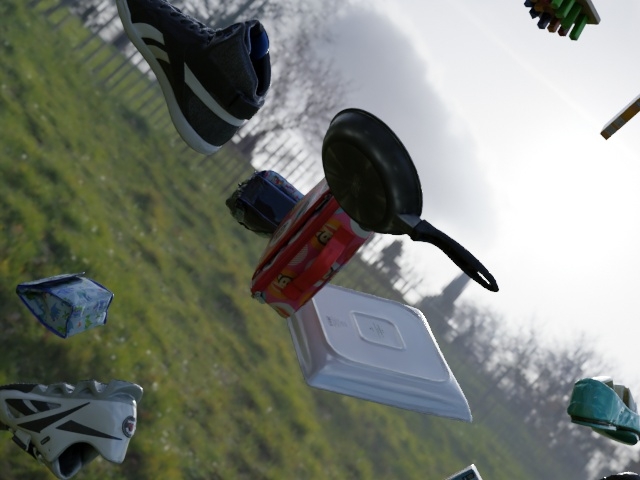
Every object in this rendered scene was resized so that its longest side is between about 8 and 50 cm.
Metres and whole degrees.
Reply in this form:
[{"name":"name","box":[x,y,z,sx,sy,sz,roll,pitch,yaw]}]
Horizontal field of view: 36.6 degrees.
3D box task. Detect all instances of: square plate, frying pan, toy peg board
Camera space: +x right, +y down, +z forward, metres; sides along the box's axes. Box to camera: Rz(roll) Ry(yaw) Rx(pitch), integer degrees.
[{"name":"square plate","box":[0.100,0.190,1.847,0.343,0.049,0.347,17,25,-22]},{"name":"frying pan","box":[0.100,-0.035,1.358,0.326,0.053,0.197,59,-28,3]},{"name":"toy peg board","box":[0.528,-0.530,2.210,0.160,0.079,0.161,16,-22,46]}]

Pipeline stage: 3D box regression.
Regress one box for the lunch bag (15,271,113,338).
[{"name":"lunch bag","box":[-0.519,0.117,1.961,0.151,0.096,0.128,26,19,23]}]

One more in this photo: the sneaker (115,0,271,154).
[{"name":"sneaker","box":[-0.117,-0.206,0.976,0.079,0.121,0.217,2,57,-62]}]

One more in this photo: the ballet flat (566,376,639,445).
[{"name":"ballet flat","box":[0.446,0.256,1.482,0.083,0.087,0.247,9,-12,34]}]

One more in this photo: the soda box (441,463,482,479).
[{"name":"soda box","box":[0.189,0.444,1.615,0.063,0.183,0.058,62,6,9]}]

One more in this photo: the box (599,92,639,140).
[{"name":"box","box":[0.687,-0.285,2.166,0.028,0.136,0.081,47,32,1]}]

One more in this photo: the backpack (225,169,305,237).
[{"name":"backpack","box":[-0.123,-0.074,2.128,0.158,0.117,0.173,38,-15,-14]}]

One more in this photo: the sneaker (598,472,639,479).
[{"name":"sneaker","box":[0.550,0.503,1.765,0.272,0.107,0.100,93,-21,-46]}]

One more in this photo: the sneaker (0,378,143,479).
[{"name":"sneaker","box":[-0.440,0.307,1.553,0.330,0.146,0.122,-9,-24,30]}]

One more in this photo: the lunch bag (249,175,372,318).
[{"name":"lunch bag","box":[0.000,0.000,1.707,0.120,0.293,0.258,38,26,-10]}]
